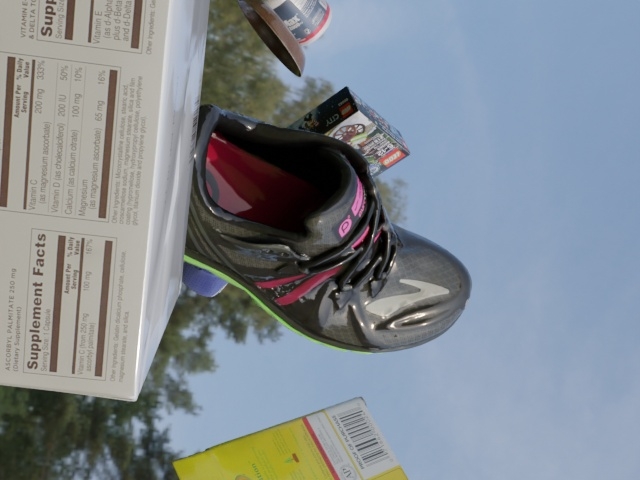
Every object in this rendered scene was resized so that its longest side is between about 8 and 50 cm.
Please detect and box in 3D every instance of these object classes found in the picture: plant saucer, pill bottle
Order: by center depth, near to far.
[{"bbox_3d":[-0.077,-0.353,1.515,0.029,0.168,0.168,-40,-142,-4],"label":"plant saucer"},{"bbox_3d":[-0.070,-0.473,1.729,0.108,0.180,0.108,-23,-130,29],"label":"pill bottle"}]

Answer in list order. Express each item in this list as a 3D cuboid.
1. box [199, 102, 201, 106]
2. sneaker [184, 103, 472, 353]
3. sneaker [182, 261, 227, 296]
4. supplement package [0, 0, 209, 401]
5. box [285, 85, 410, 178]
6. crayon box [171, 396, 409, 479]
[{"bbox_3d":[-0.232,-0.233,1.274,0.296,0.073,0.293,59,-9,38],"label":"box"},{"bbox_3d":[0.000,0.000,0.991,0.202,0.482,0.185,-15,-123,53],"label":"sneaker"},{"bbox_3d":[-0.158,-0.009,1.487,0.316,0.127,0.182,-55,-161,31],"label":"sneaker"},{"bbox_3d":[-0.152,-0.073,0.522,0.204,0.145,0.262,-101,-161,-77],"label":"supplement package"},{"bbox_3d":[-0.014,-0.095,1.184,0.233,0.159,0.044,-33,-119,19],"label":"box"},{"bbox_3d":[-0.029,0.333,1.116,0.081,0.318,0.202,-51,-120,38],"label":"crayon box"}]
